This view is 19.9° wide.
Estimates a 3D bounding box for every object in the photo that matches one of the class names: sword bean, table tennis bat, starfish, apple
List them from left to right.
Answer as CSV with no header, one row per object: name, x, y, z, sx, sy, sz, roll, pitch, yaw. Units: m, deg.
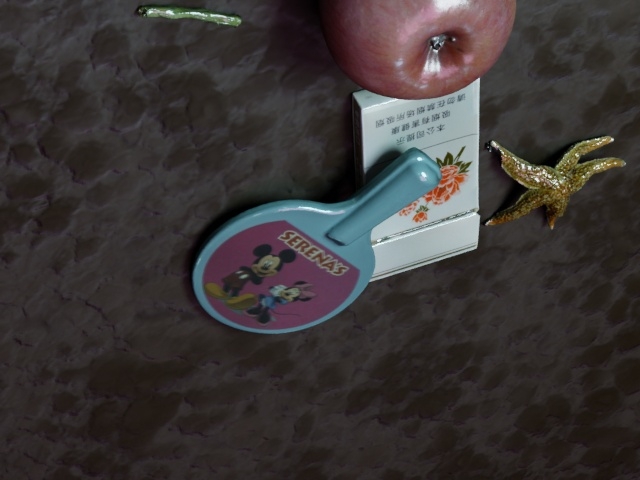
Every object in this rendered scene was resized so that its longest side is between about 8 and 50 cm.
sword bean,-0.098,-0.170,1.371,0.083,0.012,0.012,3,127,-29
table tennis bat,0.000,0.000,1.536,0.244,0.040,0.153,-35,132,23
apple,0.075,-0.176,1.380,0.153,0.120,0.153,-15,135,-16
starfish,0.194,-0.051,1.616,0.130,0.041,0.133,25,113,-40

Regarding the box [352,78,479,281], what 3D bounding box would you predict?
box,0.083,-0.056,1.559,0.109,0.029,0.198,-17,134,-14
